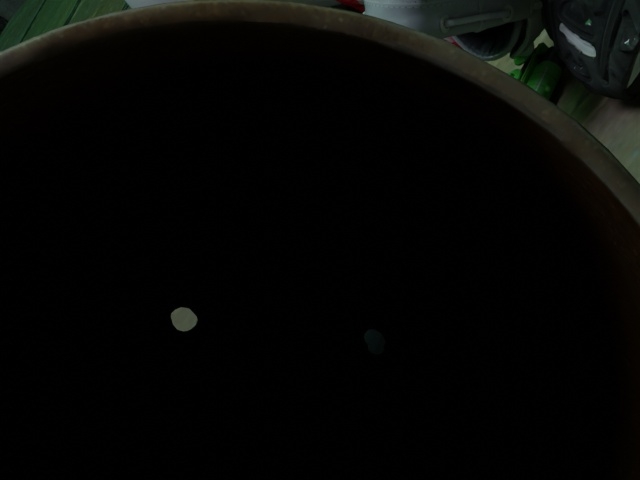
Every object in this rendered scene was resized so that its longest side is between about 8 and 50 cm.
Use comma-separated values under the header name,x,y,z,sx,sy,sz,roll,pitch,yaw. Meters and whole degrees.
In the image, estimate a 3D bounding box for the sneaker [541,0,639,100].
name,x,y,z,sx,sy,sz,roll,pitch,yaw
sneaker,0.158,-0.168,0.602,0.271,0.108,0.100,-66,31,16

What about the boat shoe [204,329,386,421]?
name,x,y,z,sx,sy,sz,roll,pitch,yaw
boat shoe,0.000,0.000,0.710,0.095,0.079,0.254,-43,19,35

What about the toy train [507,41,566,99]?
name,x,y,z,sx,sy,sz,roll,pitch,yaw
toy train,0.076,-0.045,0.702,0.024,0.017,0.083,-13,43,53

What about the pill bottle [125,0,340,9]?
name,x,y,z,sx,sy,sz,roll,pitch,yaw
pill bottle,0.008,-0.242,1.006,0.318,0.176,0.176,-40,22,41

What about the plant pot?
name,x,y,z,sx,sy,sz,roll,pitch,yaw
plant pot,-0.015,0.053,0.479,0.215,0.215,0.230,-54,1,3

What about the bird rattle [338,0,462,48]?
name,x,y,z,sx,sy,sz,roll,pitch,yaw
bird rattle,0.051,-0.223,0.814,0.253,0.207,0.143,-42,16,23

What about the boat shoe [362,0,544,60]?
name,x,y,z,sx,sy,sz,roll,pitch,yaw
boat shoe,0.066,-0.100,0.690,0.184,0.066,0.063,-19,-66,-67
